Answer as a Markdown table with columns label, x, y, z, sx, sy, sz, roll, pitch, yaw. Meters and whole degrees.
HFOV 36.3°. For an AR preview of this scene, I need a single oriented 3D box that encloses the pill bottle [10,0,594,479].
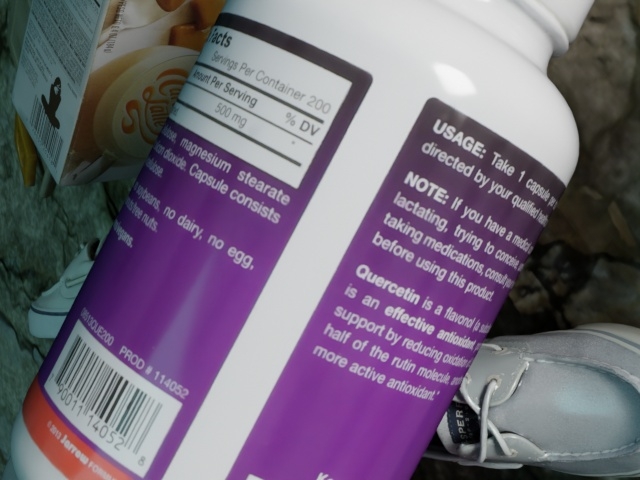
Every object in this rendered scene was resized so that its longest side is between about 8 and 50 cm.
| label | x | y | z | sx | sy | sz | roll | pitch | yaw |
| --- | --- | --- | --- | --- | --- | --- | --- | --- | --- |
| pill bottle | 0.000 | 0.000 | 0.464 | 0.181 | 0.181 | 0.323 | 31 | 94 | 44 |

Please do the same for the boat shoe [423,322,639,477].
| label | x | y | z | sx | sy | sz | roll | pitch | yaw |
| --- | --- | --- | --- | --- | --- | --- | --- | --- | --- |
| boat shoe | 0.091 | 0.091 | 0.518 | 0.227 | 0.081 | 0.079 | -8 | 93 | 53 |

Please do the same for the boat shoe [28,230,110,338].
| label | x | y | z | sx | sy | sz | roll | pitch | yaw |
| --- | --- | --- | --- | --- | --- | --- | --- | --- | --- |
| boat shoe | -0.174 | 0.034 | 0.838 | 0.267 | 0.096 | 0.088 | -10 | 88 | 52 |

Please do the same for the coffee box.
| label | x | y | z | sx | sy | sz | roll | pitch | yaw |
| --- | --- | --- | --- | --- | --- | --- | --- | --- | --- |
| coffee box | -0.106 | -0.161 | 0.657 | 0.098 | 0.141 | 0.246 | 55 | 136 | 28 |

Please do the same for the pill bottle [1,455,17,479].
| label | x | y | z | sx | sy | sz | roll | pitch | yaw |
| --- | --- | --- | --- | --- | --- | --- | --- | --- | --- |
| pill bottle | -0.146 | 0.198 | 0.698 | 0.283 | 0.160 | 0.160 | -177 | 77 | -70 |

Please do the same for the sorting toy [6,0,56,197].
| label | x | y | z | sx | sy | sz | roll | pitch | yaw |
| --- | --- | --- | --- | --- | --- | --- | --- | --- | --- |
| sorting toy | -0.249 | -0.157 | 0.906 | 0.347 | 0.047 | 0.196 | 144 | 114 | -64 |
